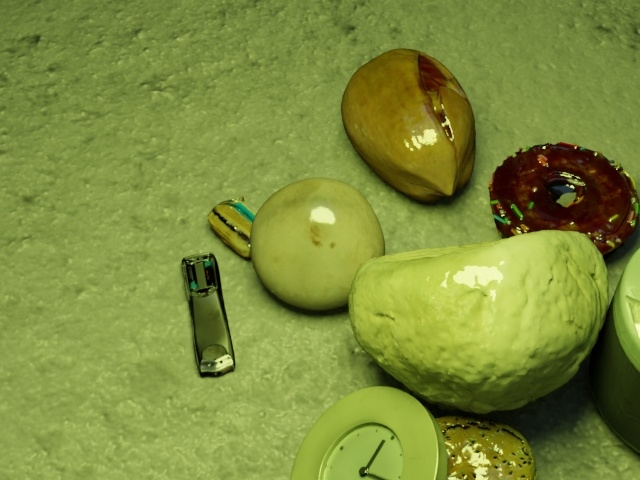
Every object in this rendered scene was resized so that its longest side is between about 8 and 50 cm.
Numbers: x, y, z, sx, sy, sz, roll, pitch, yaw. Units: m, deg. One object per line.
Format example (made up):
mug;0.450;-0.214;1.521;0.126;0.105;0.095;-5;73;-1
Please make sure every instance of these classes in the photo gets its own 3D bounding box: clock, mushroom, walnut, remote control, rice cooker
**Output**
clock;0.059;0.302;1.354;0.235;0.029;0.235;-23;47;28
mushroom;0.000;0.000;1.570;0.204;0.204;0.204;-1;54;1
walnut;0.150;-0.175;1.674;0.203;0.203;0.298;-16;57;-10
remote control;-0.170;0.108;1.572;0.059;0.028;0.212;-10;55;-7
rice cooker;0.509;0.136;1.383;0.288;0.277;0.288;0;53;1

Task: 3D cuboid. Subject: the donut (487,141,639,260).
donut;0.375;-0.050;1.634;0.235;0.089;0.235;-1;55;2

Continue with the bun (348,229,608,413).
bun;0.215;0.112;1.386;0.349;0.352;0.227;-6;86;-15

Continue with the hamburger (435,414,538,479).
hamburger;0.202;0.314;1.364;0.185;0.113;0.177;34;61;24

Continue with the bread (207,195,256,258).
bread;-0.128;-0.018;1.649;0.106;0.053;0.072;40;41;23
